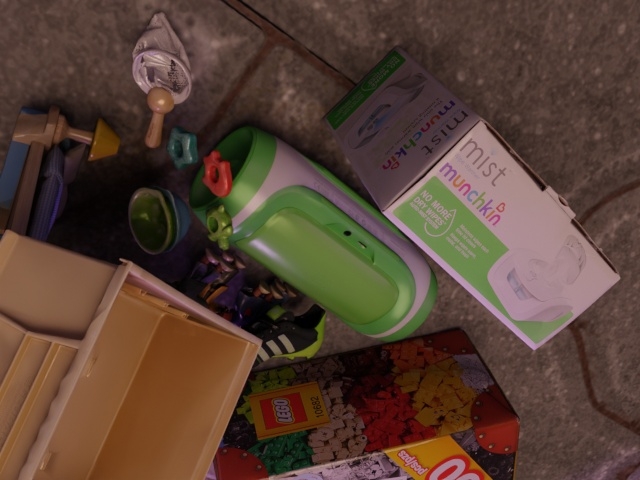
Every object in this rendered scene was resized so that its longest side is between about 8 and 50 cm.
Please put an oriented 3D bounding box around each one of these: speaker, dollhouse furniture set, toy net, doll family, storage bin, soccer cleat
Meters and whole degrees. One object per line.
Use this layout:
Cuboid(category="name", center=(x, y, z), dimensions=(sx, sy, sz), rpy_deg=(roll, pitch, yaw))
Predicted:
Cuboid(category="speaker", center=(0.000, 0.000, 0.834), dimensions=(0.296, 0.131, 0.131), rpy_deg=(37, 106, -30))
Cuboid(category="dollhouse furniture set", center=(-0.239, 0.072, 0.718), dimensions=(0.198, 0.286, 0.303), rpy_deg=(16, 126, -24))
Cuboid(category="toy net", center=(-0.145, -0.103, 0.711), dimensions=(0.045, 0.122, 0.232), rpy_deg=(-15, 102, -45))
Cuboid(category="doll family", center=(-0.113, 0.078, 0.883), dimensions=(0.193, 0.076, 0.111), rpy_deg=(34, 102, -32))
Cuboid(category="storage bin", center=(-0.195, 0.159, 0.625), dimensions=(0.261, 0.123, 0.262), rpy_deg=(-68, 158, -13))
Cuboid(category="soccer cleat", center=(-0.069, 0.110, 0.848), dimensions=(0.178, 0.060, 0.072), rpy_deg=(-7, 120, -39))

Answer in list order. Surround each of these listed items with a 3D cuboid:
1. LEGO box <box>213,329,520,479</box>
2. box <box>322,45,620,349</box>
Cuboid(category="LEGO box", center=(0.059, 0.405, 1.054), dimensions=(0.372, 0.193, 0.501), rpy_deg=(-11, 123, -9))
Cuboid(category="box", center=(0.156, -0.050, 0.783), dimensions=(0.127, 0.231, 0.262), rpy_deg=(-43, 122, 12))
